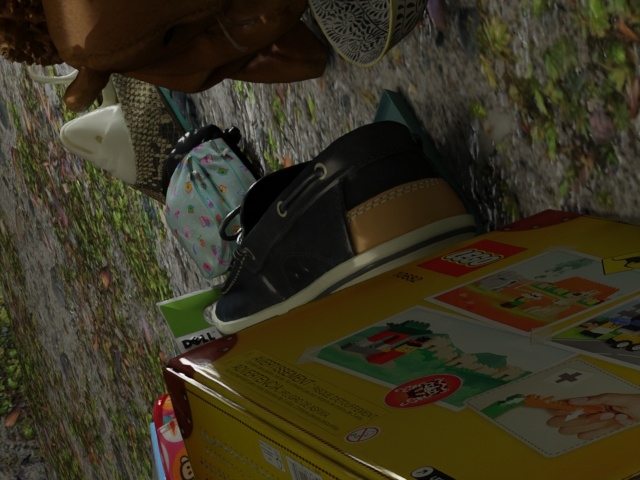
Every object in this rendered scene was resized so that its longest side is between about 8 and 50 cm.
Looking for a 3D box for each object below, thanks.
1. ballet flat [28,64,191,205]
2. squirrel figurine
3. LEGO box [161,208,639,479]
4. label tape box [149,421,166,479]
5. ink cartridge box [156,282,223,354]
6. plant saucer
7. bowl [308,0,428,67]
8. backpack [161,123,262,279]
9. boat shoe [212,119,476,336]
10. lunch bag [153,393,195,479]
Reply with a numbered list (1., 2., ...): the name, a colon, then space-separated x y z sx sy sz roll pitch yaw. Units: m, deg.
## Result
1. ballet flat: -0.301 -0.228 2.040 0.164 0.182 0.482 -20 90 68
2. squirrel figurine: -0.211 -0.237 1.414 0.370 0.397 0.281 -63 -31 -67
3. LEGO box: 0.163 0.145 0.997 0.500 0.372 0.193 16 123 65
4. label tape box: -0.204 0.415 2.388 0.347 0.115 0.249 91 166 -47
5. ink cartridge box: -0.077 0.179 1.840 0.255 0.189 0.097 61 151 22
6. plant saucer: 0.106 -0.057 1.441 0.192 0.018 0.067 59 156 23
7. bowl: 0.051 -0.244 1.319 0.170 0.080 0.170 51 152 40
8. backpack: -0.125 -0.036 1.880 0.182 0.115 0.152 55 152 27
9. boat shoe: 0.000 0.000 1.507 0.156 0.187 0.500 67 159 4
10. lunch bag: -0.078 0.318 1.949 0.120 0.258 0.293 -32 61 27
